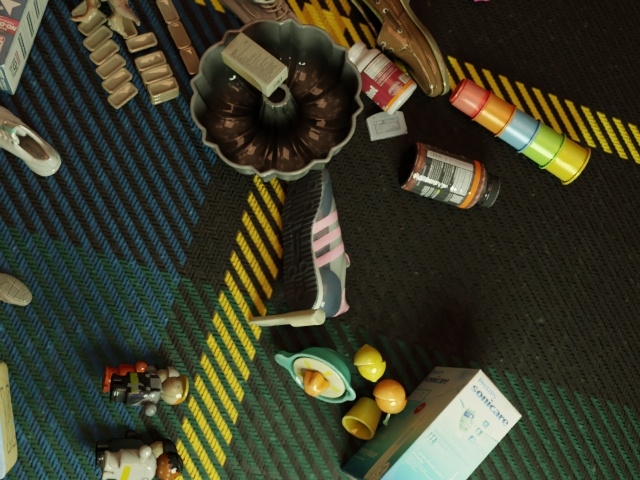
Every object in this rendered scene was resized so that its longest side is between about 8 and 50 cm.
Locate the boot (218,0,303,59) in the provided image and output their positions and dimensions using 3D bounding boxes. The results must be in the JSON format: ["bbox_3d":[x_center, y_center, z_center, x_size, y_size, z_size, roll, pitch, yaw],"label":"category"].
[{"bbox_3d":[-0.109,-0.464,1.667,0.258,0.123,0.095,37,76,-8],"label":"boot"}]

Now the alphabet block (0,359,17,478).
[{"bbox_3d":[-0.623,0.307,1.402,0.192,0.197,0.193,-6,84,-14],"label":"alphabet block"}]

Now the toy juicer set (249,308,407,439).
[{"bbox_3d":[0.017,0.241,1.567,0.329,0.209,0.089,42,52,-6],"label":"toy juicer set"}]

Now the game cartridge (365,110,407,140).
[{"bbox_3d":[0.138,-0.244,1.760,0.083,0.017,0.056,-12,90,-16],"label":"game cartridge"}]

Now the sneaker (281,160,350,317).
[{"bbox_3d":[0.000,0.000,1.666,0.131,0.112,0.319,17,69,-45],"label":"sneaker"}]

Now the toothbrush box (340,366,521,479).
[{"bbox_3d":[0.206,0.386,1.596,0.295,0.216,0.126,-43,95,-15],"label":"toothbrush box"}]

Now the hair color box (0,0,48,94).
[{"bbox_3d":[-0.561,-0.462,1.524,0.105,0.174,0.347,17,79,-11],"label":"hair color box"}]

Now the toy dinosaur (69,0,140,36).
[{"bbox_3d":[-0.387,-0.502,1.540,0.127,0.296,0.200,15,113,-32],"label":"toy dinosaur"}]

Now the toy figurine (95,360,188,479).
[{"bbox_3d":[-0.308,0.321,1.476,0.148,0.209,0.213,7,82,-19],"label":"toy figurine"}]

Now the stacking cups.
[{"bbox_3d":[0.427,-0.246,1.796,0.316,0.096,0.096,34,76,-7],"label":"stacking cups"}]

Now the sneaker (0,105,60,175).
[{"bbox_3d":[-0.573,-0.200,1.531,0.212,0.094,0.080,31,78,-9],"label":"sneaker"}]

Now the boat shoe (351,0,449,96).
[{"bbox_3d":[0.158,-0.423,1.748,0.104,0.111,0.307,-26,80,-12],"label":"boat shoe"}]

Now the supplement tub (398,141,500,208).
[{"bbox_3d":[0.269,-0.129,1.733,0.198,0.106,0.106,17,79,-13],"label":"supplement tub"}]

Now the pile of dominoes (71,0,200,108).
[{"bbox_3d":[-0.363,-0.388,1.650,0.196,0.040,0.251,-23,81,-15],"label":"pile of dominoes"}]

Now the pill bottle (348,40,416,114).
[{"bbox_3d":[0.117,-0.338,1.726,0.152,0.086,0.086,42,75,2],"label":"pill bottle"}]

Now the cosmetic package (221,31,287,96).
[{"bbox_3d":[-0.122,-0.328,1.558,0.115,0.041,0.060,40,78,11],"label":"cosmetic package"}]

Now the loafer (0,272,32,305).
[{"bbox_3d":[-0.587,0.083,1.526,0.125,0.039,0.045,33,43,-11],"label":"loafer"}]

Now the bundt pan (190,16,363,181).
[{"bbox_3d":[-0.083,-0.256,1.623,0.331,0.124,0.331,0,73,0],"label":"bundt pan"}]
